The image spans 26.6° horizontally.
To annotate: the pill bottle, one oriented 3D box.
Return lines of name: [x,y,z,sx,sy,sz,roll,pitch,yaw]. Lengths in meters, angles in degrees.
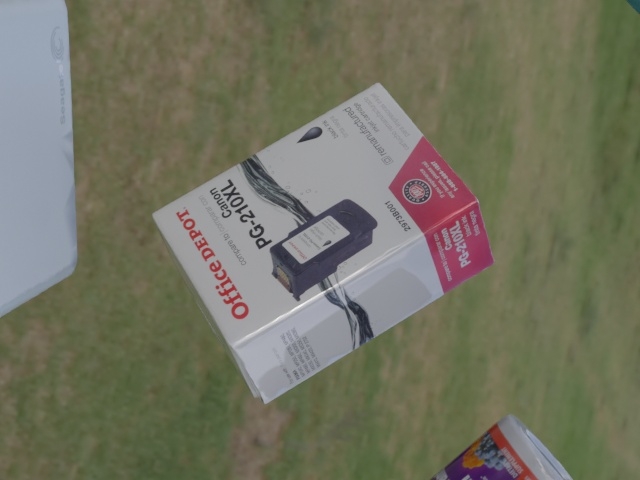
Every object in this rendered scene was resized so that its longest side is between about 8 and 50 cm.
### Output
pill bottle: [0.130,0.254,1.199,0.193,0.108,0.108,-42,160,6]

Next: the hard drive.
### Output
hard drive: [-0.227,-0.041,0.807,0.307,0.040,0.203,-43,135,-71]

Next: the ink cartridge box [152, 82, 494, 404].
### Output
ink cartridge box: [0.000,0.000,1.161,0.237,0.172,0.100,-31,142,-6]

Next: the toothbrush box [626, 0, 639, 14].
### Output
toothbrush box: [0.179,-0.139,0.397,0.216,0.126,0.295,81,-15,-46]
